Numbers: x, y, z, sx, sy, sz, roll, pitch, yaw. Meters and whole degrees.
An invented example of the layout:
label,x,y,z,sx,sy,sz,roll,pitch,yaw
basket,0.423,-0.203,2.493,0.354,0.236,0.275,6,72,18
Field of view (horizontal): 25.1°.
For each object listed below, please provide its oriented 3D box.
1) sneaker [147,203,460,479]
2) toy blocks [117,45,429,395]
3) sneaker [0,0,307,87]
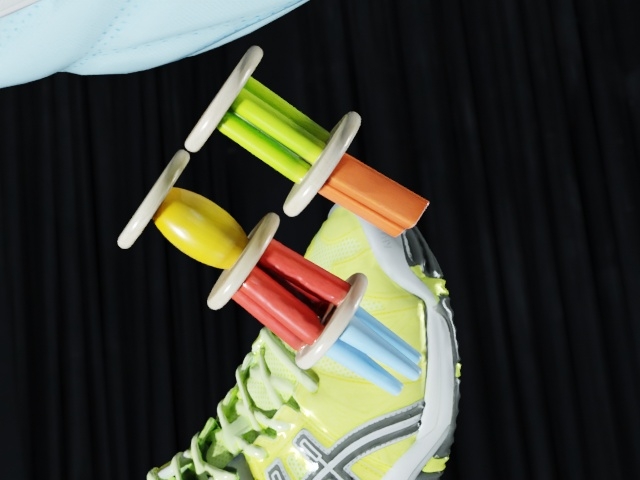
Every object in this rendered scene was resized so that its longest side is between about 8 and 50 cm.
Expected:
label,x,y,z,sx,sy,sz,roll,pitch,yaw
sneaker,-0.025,0.151,0.935,0.147,0.384,0.145,5,-159,-30
toy blocks,0.000,0.000,0.634,0.148,0.054,0.123,34,129,-8
sneaker,-0.099,-0.087,0.412,0.366,0.135,0.150,-8,166,27
